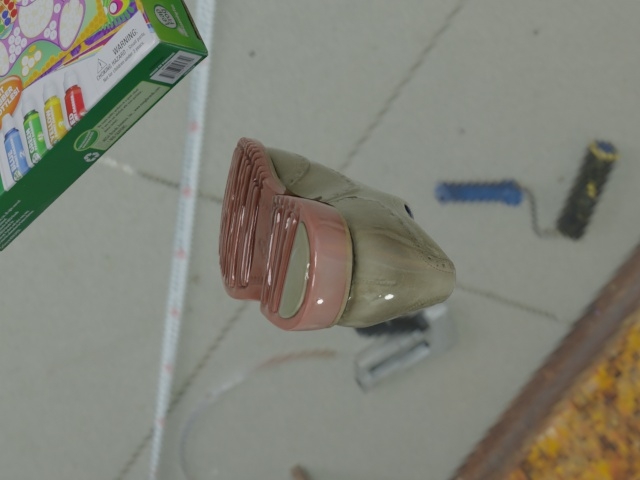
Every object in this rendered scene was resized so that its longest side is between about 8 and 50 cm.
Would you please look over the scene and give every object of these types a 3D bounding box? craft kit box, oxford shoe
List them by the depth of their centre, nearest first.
[{"bbox_3d":[-0.217,-0.161,1.167,0.250,0.246,0.061,-40,150,30],"label":"craft kit box"},{"bbox_3d":[0.000,0.000,1.454,0.146,0.397,0.140,5,106,-17],"label":"oxford shoe"}]
